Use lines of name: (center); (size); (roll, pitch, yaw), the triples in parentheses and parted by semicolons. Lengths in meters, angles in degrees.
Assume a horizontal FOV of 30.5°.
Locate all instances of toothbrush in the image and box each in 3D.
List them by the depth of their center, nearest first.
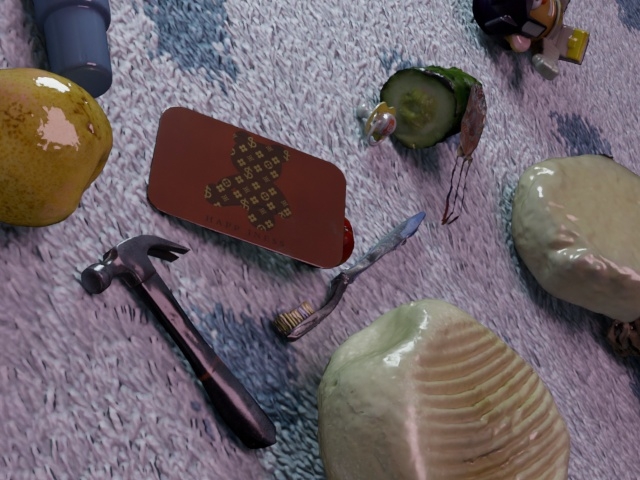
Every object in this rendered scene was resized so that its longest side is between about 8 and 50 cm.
toothbrush: (0.054, 0.039, 1.620); (0.042, 0.035, 0.413); (55, 37, -1)

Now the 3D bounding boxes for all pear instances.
pear: (-0.308, -0.100, 1.219); (0.178, 0.178, 0.178); (28, 47, -35)

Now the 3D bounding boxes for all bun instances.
bun: (0.130, 0.255, 1.403); (0.349, 0.227, 0.352); (-7, 69, -50)

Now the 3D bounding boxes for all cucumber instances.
cucumber: (0.202, -0.224, 1.901); (0.134, 0.134, 0.244); (62, 29, 4)

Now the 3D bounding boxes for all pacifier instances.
pacifier: (0.079, -0.184, 1.796); (0.064, 0.068, 0.083); (35, 10, 25)

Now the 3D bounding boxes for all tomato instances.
tomato: (0.000, 0.000, 1.556); (0.087, 0.075, 0.087); (18, 49, -22)

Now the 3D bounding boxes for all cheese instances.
cheese: (0.480, -0.015, 1.990); (0.326, 0.115, 0.318); (-17, 61, -37)

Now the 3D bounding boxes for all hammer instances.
hammer: (-0.142, 0.118, 1.345); (0.289, 0.037, 0.137); (53, 39, -7)

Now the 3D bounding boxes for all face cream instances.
face cream: (-0.312, -0.342, 1.431); (0.136, 0.086, 0.385); (15, 50, -42)

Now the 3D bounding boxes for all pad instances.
pad: (-0.087, -0.069, 1.498); (0.267, 0.004, 0.181); (19, 51, -19)

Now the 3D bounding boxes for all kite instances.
kite: (0.228, -0.131, 1.839); (0.127, 0.016, 0.229); (19, 85, -66)

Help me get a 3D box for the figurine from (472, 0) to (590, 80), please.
figurine: (0.388, -0.430, 2.223); (0.309, 0.143, 0.308); (30, 29, -19)

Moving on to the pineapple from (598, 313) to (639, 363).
pineapple: (0.615, 0.180, 2.044); (0.272, 0.262, 0.262); (38, 38, 5)
